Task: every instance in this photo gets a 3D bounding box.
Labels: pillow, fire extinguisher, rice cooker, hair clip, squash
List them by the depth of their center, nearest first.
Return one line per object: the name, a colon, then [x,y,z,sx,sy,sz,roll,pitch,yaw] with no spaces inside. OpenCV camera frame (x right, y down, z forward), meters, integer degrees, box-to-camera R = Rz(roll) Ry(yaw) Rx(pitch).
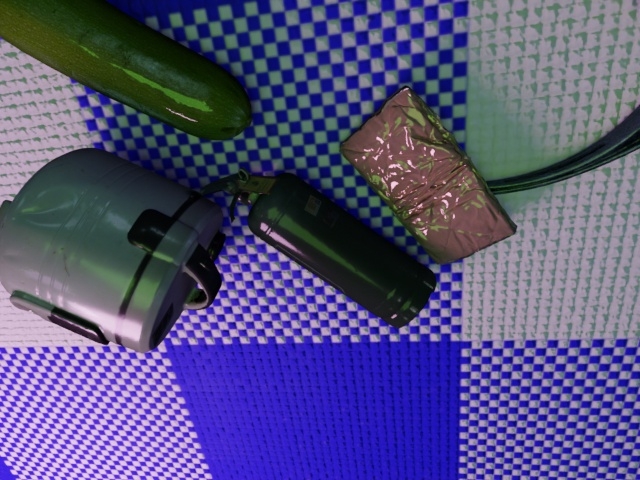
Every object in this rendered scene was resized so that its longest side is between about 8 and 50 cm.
squash: [-0.253,-0.222,0.495,0.379,0.101,0.101,26,117,-10]
hair clip: [0.295,-0.094,0.513,0.230,0.039,0.070,-26,112,21]
pillow: [0.133,-0.067,0.539,0.126,0.043,0.232,-33,107,34]
rice cooker: [-0.244,0.019,0.550,0.244,0.226,0.226,23,118,-6]
fire extinguisher: [0.000,0.000,0.564,0.311,0.114,0.095,36,141,-9]
